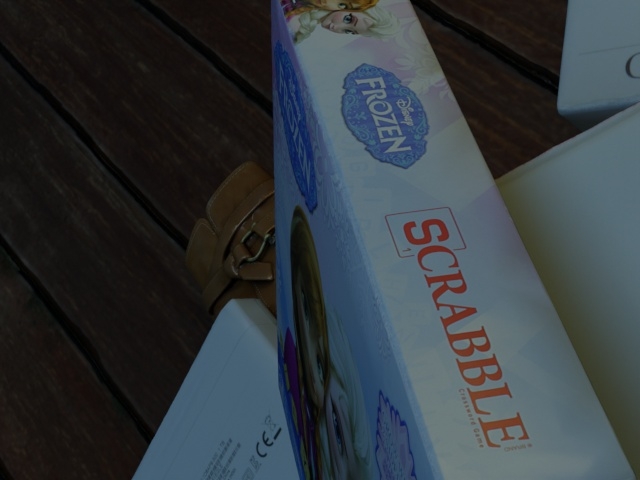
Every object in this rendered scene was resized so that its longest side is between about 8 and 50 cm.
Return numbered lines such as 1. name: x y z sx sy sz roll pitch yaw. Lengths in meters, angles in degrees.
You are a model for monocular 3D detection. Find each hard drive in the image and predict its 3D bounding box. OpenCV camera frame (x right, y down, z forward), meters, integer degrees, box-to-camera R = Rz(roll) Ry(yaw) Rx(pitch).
1. hard drive: -0.015 0.246 0.932 0.353 0.047 0.233 48 120 35

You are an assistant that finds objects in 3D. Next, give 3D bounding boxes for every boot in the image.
1. boot: 0.000 0.000 1.042 0.283 0.109 0.220 -54 49 24

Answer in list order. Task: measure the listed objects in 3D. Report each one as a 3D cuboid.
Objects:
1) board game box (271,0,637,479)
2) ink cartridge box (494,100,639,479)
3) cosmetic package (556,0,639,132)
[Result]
1. board game box: 0.034 0.085 0.572 0.065 0.318 0.319 -8 43 -9
2. ink cartridge box: 0.255 0.123 0.588 0.160 0.384 0.279 -30 56 23
3. cosmetic package: 0.323 -0.284 0.843 0.230 0.161 0.453 -4 71 39
